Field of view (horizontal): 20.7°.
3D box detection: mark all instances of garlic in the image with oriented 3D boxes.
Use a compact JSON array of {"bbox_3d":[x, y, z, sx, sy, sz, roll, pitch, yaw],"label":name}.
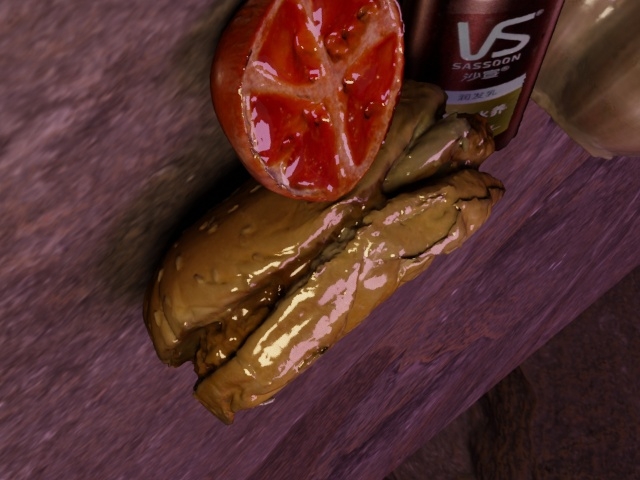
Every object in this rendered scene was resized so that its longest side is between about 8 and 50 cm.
[{"bbox_3d":[0.265,-0.187,1.427,0.292,0.210,0.237,-43,176,20],"label":"garlic"}]

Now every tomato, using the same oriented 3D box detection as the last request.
[{"bbox_3d":[-0.020,-0.103,1.107,0.155,0.069,0.156,-17,114,-46],"label":"tomato"}]

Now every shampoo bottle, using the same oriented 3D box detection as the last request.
[{"bbox_3d":[0.117,-0.164,1.295,0.129,0.084,0.323,-9,155,-11],"label":"shampoo bottle"}]

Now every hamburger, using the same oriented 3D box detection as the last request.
[{"bbox_3d":[-0.001,0.001,1.259,0.283,0.145,0.259,-36,176,-9],"label":"hamburger"}]
